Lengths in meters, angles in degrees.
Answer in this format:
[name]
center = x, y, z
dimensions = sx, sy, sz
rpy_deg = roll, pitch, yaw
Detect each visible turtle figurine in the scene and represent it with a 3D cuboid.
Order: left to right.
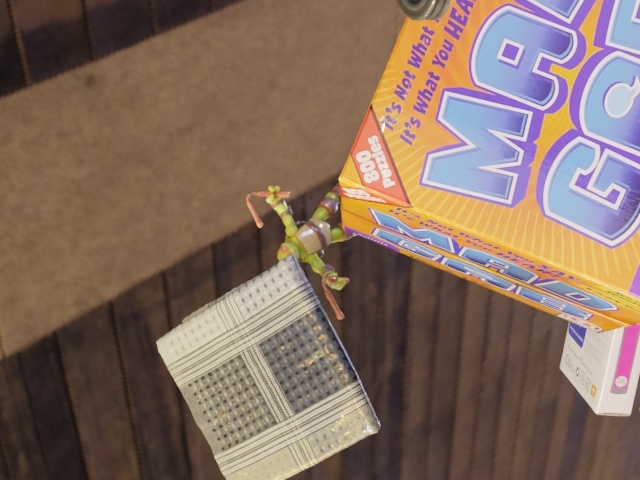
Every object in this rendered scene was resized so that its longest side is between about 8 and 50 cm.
[turtle figurine]
center = 0.000, 0.000, 2.008
dimensions = 0.217, 0.269, 0.087
rpy_deg = -34, 173, -35

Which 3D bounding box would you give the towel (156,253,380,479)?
[towel]
center = -0.087, 0.223, 1.826
dimensions = 0.324, 0.312, 0.056
rpy_deg = -31, 174, 30

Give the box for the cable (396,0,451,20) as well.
[cable]
center = 0.066, -0.340, 1.095
dimensions = 0.072, 0.287, 0.139
rpy_deg = -9, 144, -43

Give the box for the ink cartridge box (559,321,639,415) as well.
[ink cartridge box]
center = 0.451, 0.065, 1.746
dimensions = 0.069, 0.176, 0.370
rpy_deg = 3, 107, -8

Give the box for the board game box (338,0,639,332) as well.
[board game box]
center = 0.252, -0.131, 1.304
dimensions = 0.356, 0.357, 0.356
rpy_deg = 76, 36, -82
